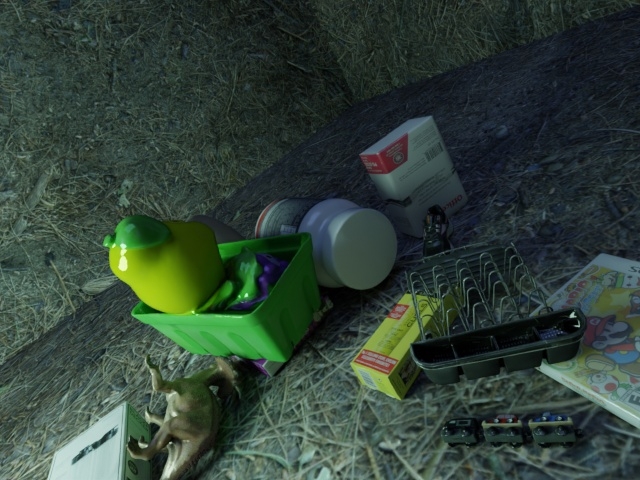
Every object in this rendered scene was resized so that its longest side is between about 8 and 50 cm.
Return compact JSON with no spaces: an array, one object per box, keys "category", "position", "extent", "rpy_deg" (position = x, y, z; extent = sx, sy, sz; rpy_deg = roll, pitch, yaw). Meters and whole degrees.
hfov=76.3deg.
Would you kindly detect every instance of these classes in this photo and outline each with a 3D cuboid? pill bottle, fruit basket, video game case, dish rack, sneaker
[{"category":"pill bottle","position":[0.000,0.000,0.995],"extent":[0.210,0.210,0.363],"rpy_deg":[-40,24,-21]},{"category":"fruit basket","position":[-0.223,0.063,0.809],"extent":[0.391,0.392,0.283],"rpy_deg":[-12,29,37]},{"category":"video game case","position":[-0.111,0.196,0.942],"extent":[0.210,0.042,0.232],"rpy_deg":[-44,26,-29]},{"category":"dish rack","position":[0.229,0.082,0.609],"extent":[0.208,0.074,0.272],"rpy_deg":[-16,32,13]},{"category":"video game case","position":[0.393,0.112,0.528],"extent":[0.227,0.026,0.206],"rpy_deg":[-36,23,-11]},{"category":"sneaker","position":[0.248,-0.016,0.899],"extent":[0.071,0.077,0.178],"rpy_deg":[-20,26,26]}]

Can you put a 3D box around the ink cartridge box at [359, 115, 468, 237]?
[{"category":"ink cartridge box","position":[0.231,-0.153,0.996],"extent":[0.172,0.237,0.100],"rpy_deg":[-36,21,-12]}]

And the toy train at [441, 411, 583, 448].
[{"category":"toy train","position":[0.225,0.229,0.492],"extent":[0.158,0.027,0.036],"rpy_deg":[-17,16,31]}]

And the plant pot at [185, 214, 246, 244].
[{"category":"plant pot","position":[-0.275,0.086,1.136],"extent":[0.190,0.284,0.284],"rpy_deg":[13,36,10]}]

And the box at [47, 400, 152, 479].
[{"category":"box","position":[-0.393,0.441,0.722],"extent":[0.169,0.087,0.290],"rpy_deg":[-36,24,-13]}]

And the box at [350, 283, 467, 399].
[{"category":"box","position":[0.156,0.151,0.691],"extent":[0.232,0.058,0.087],"rpy_deg":[-44,28,-28]}]

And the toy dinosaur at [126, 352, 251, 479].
[{"category":"toy dinosaur","position":[-0.228,0.319,0.753],"extent":[0.200,0.127,0.296],"rpy_deg":[3,39,-11]}]
